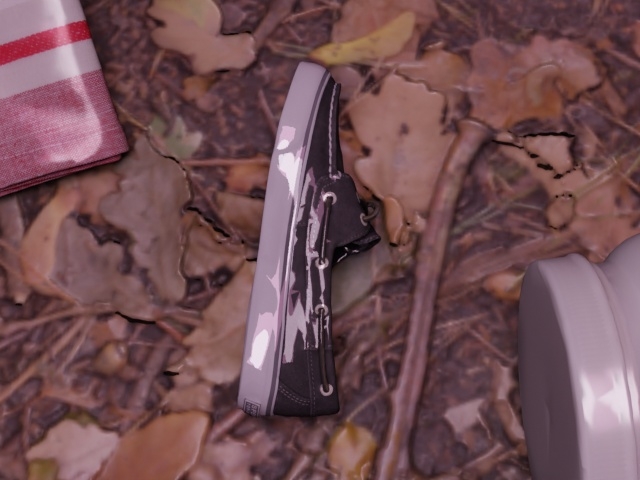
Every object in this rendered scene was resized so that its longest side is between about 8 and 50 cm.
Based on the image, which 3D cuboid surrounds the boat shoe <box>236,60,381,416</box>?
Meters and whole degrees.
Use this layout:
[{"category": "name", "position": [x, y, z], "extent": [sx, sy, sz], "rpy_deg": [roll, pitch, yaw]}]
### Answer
[{"category": "boat shoe", "position": [0.000, 0.000, 0.632], "extent": [0.076, 0.080, 0.229], "rpy_deg": [8, 74, -1]}]

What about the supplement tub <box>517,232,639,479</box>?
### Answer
[{"category": "supplement tub", "position": [0.255, 0.082, 0.530], "extent": [0.272, 0.191, 0.191], "rpy_deg": [-4, 72, 1]}]

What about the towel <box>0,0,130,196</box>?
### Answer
[{"category": "towel", "position": [-0.287, -0.176, 0.644], "extent": [0.237, 0.037, 0.329], "rpy_deg": [-17, 101, -3]}]
